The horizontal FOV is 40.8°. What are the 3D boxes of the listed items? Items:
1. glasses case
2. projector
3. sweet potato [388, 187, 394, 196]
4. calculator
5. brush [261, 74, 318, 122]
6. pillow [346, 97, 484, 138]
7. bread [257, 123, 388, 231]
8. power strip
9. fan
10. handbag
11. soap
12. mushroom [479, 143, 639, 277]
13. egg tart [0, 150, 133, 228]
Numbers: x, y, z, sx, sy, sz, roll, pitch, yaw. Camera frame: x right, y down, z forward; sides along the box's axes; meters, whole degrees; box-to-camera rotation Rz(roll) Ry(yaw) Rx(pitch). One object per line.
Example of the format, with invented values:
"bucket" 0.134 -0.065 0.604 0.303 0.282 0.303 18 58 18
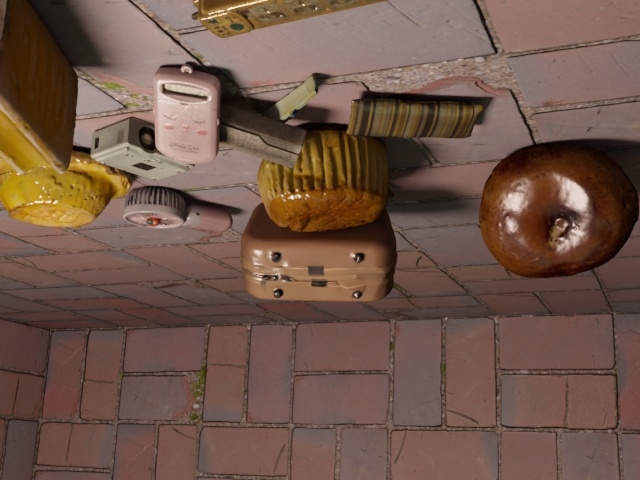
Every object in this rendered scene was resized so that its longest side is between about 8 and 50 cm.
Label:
"glasses case" -0.130 -0.172 1.352 0.204 0.047 0.071 18 158 -7
"projector" -0.308 -0.155 1.506 0.115 0.061 0.147 -13 160 40
"sweet potato" 0.106 -0.110 1.688 0.026 0.026 0.115 -11 156 41
"calculator" -0.199 -0.188 1.285 0.100 0.032 0.175 9 134 1
"brush" -0.041 -0.207 1.320 0.030 0.033 0.178 3 167 -29
"pillow" 0.145 -0.191 1.345 0.203 0.038 0.113 2 162 -3
"bread" 0.004 -0.099 1.521 0.227 0.143 0.253 -2 165 -12
"power strip" -0.026 -0.285 1.000 0.305 0.044 0.064 -5 165 26
"fan" -0.303 -0.056 1.854 0.244 0.074 0.130 10 163 -31
"handbag" 0.000 0.000 1.728 0.301 0.283 0.149 -1 123 3
"soap" -0.395 -0.206 1.104 0.089 0.174 0.274 0 165 1
"mushroom" 0.410 -0.060 1.539 0.267 0.267 0.254 4 -161 -6
"egg tart" -0.508 -0.098 1.662 0.288 0.118 0.288 -2 163 -1
